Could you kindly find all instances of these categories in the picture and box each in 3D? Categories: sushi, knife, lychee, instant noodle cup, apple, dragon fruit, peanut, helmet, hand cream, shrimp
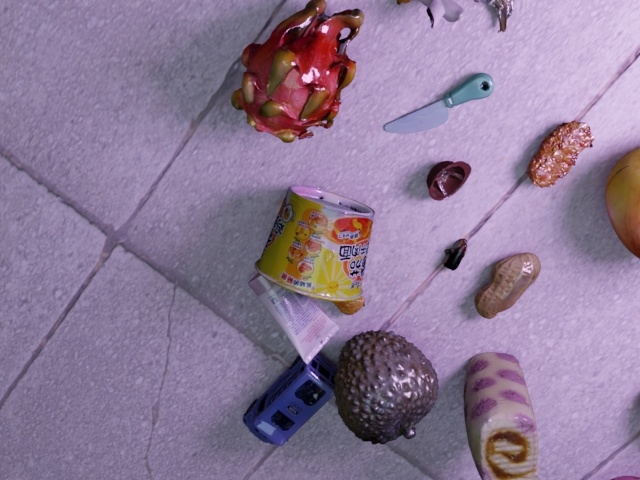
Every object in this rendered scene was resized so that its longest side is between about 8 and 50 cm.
[{"bbox_3d":[0.316,0.033,1.740,0.044,0.046,0.083,27,111,-1],"label":"sushi"},{"bbox_3d":[0.267,-0.292,1.648,0.260,0.034,0.063,-26,110,22],"label":"knife"},{"bbox_3d":[0.151,0.351,1.773,0.255,0.255,0.274,-48,63,20],"label":"lychee"},{"bbox_3d":[0.000,0.000,1.676,0.265,0.264,0.200,17,104,2],"label":"instant noodle cup"},{"bbox_3d":[0.731,-0.074,1.522,0.286,0.286,0.233,-22,122,15],"label":"apple"},{"bbox_3d":[-0.044,-0.363,1.580,0.307,0.243,0.227,-41,74,-18],"label":"dragon fruit"},{"bbox_3d":[0.433,0.104,1.727,0.093,0.083,0.194,34,110,-19],"label":"peanut"},{"bbox_3d":[0.281,-0.149,1.677,0.111,0.057,0.089,-46,133,14],"label":"helmet"},{"bbox_3d":[-0.067,0.168,1.821,0.247,0.133,0.083,52,151,-7],"label":"hand cream"},{"bbox_3d":[0.344,-0.534,1.520,0.126,0.047,0.223,-22,113,-16],"label":"shrimp"}]

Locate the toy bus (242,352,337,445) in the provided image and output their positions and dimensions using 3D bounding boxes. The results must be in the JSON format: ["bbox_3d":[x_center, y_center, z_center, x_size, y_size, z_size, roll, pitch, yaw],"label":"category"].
[{"bbox_3d":[-0.080,0.420,1.887,0.125,0.133,0.292,40,110,-7],"label":"toy bus"}]

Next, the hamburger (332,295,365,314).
[{"bbox_3d":[0.067,0.143,1.817,0.083,0.044,0.076,45,108,-5],"label":"hamburger"}]

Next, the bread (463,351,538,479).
[{"bbox_3d":[0.410,0.407,1.704,0.155,0.338,0.187,-4,106,8],"label":"bread"}]

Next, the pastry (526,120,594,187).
[{"bbox_3d":[0.521,-0.195,1.626,0.087,0.063,0.169,36,105,-15],"label":"pastry"}]

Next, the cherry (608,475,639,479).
[{"bbox_3d":[0.757,0.688,1.844,0.250,0.175,0.192,-9,135,25],"label":"cherry"}]

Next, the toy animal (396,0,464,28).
[{"bbox_3d":[0.225,-0.522,1.523,0.131,0.127,0.181,-4,97,3],"label":"toy animal"}]
